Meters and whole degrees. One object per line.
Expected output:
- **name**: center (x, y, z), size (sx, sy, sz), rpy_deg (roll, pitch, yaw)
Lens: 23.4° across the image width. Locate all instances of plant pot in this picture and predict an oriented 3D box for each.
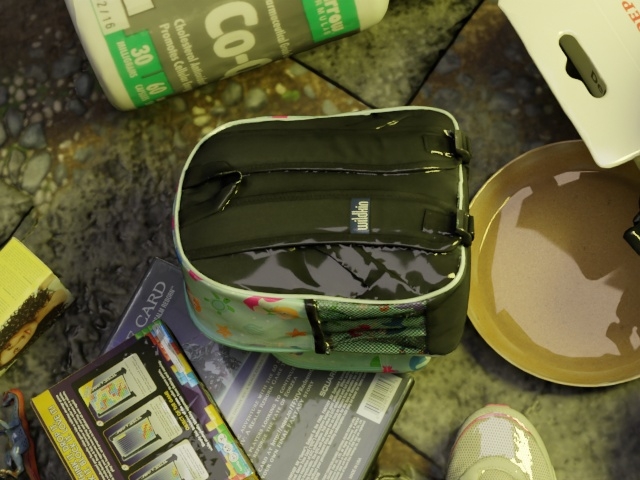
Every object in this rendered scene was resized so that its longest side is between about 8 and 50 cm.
- **plant pot**: center (0.241, 0.022, 1.407), size (0.236, 0.032, 0.236), rpy_deg (-3, 70, 7)

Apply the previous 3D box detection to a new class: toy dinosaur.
- **toy dinosaur**: center (-0.280, 0.180, 1.426), size (0.090, 0.047, 0.082), rpy_deg (27, 63, -18)

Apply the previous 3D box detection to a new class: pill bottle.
- **pill bottle**: center (-0.057, -0.272, 1.461), size (0.361, 0.204, 0.204), rpy_deg (-19, 69, 1)

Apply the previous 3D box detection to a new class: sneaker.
- **sneaker**: center (0.151, 0.256, 1.291), size (0.102, 0.111, 0.252), rpy_deg (-2, 70, 7)

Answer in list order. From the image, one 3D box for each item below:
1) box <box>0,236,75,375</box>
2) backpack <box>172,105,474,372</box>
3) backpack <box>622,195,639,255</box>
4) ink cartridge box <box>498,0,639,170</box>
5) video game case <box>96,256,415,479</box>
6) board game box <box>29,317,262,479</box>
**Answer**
- **box**: center (-0.334, 0.108, 1.423), size (0.058, 0.087, 0.232), rpy_deg (41, 81, 19)
- **backpack**: center (0.000, 0.000, 1.353), size (0.253, 0.191, 0.225), rpy_deg (2, 53, 0)
- **backpack**: center (0.408, -0.093, 1.223), size (0.276, 0.213, 0.264), rpy_deg (3, 94, -15)
- **ink cartridge box**: center (0.351, -0.183, 1.399), size (0.353, 0.119, 0.207), rpy_deg (-23, 68, -10)
- **video game case**: center (-0.079, 0.154, 1.405), size (0.274, 0.026, 0.196), rpy_deg (24, 75, 16)
- **board game box**: center (-0.155, 0.178, 1.368), size (0.141, 0.048, 0.170), rpy_deg (-32, 70, -2)
